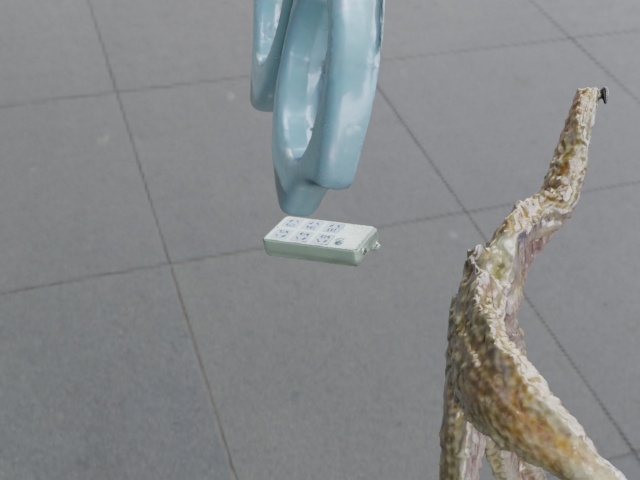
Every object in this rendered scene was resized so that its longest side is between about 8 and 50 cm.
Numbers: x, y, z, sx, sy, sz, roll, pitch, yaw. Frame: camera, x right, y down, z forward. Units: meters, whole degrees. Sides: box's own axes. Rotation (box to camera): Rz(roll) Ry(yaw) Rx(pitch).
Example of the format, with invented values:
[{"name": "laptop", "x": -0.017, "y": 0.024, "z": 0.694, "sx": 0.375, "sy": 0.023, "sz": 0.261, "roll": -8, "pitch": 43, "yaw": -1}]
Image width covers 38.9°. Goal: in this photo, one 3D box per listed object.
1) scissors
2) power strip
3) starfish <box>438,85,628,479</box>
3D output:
[{"name": "scissors", "x": 0.022, "y": -0.186, "z": 0.361, "sx": 0.029, "sy": 0.360, "sz": 0.191, "roll": 6, "pitch": 35, "yaw": -18}, {"name": "power strip", "x": 0.000, "y": 0.000, "z": 0.690, "sx": 0.090, "sy": 0.016, "sz": 0.040, "roll": 7, "pitch": 33, "yaw": 28}, {"name": "starfish", "x": 0.162, "y": 0.102, "z": 0.690, "sx": 0.132, "sy": 0.384, "sz": 0.398, "roll": 2, "pitch": 18, "yaw": 13}]
